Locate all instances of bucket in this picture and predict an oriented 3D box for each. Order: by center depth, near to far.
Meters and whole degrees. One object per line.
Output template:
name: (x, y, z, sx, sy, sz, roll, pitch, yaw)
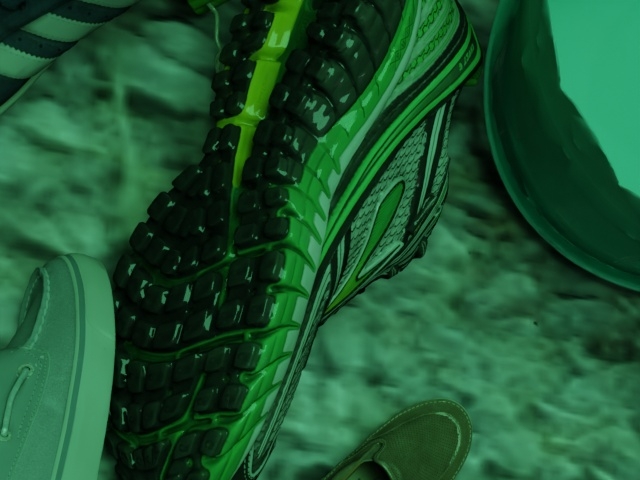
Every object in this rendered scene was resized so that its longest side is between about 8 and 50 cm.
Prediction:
bucket: (0.229, -0.102, 1.075, 0.281, 0.183, 0.281, 2, 79, -9)

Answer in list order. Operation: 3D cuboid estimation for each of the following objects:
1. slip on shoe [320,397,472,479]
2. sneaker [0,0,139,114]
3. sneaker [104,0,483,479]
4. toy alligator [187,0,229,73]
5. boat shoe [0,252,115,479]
slip on shoe: (0.034, 0.129, 1.030, 0.135, 0.041, 0.051, -30, 86, -26)
sneaker: (-0.148, -0.156, 0.962, 0.350, 0.148, 0.131, -35, 90, -8)
sneaker: (0.000, 0.000, 1.010, 0.146, 0.134, 0.344, 34, 74, -37)
toy alligator: (-0.074, -0.171, 1.084, 0.190, 0.056, 0.051, 66, 21, 0)
boat shoe: (-0.151, 0.090, 0.924, 0.081, 0.079, 0.227, 17, 47, -17)
